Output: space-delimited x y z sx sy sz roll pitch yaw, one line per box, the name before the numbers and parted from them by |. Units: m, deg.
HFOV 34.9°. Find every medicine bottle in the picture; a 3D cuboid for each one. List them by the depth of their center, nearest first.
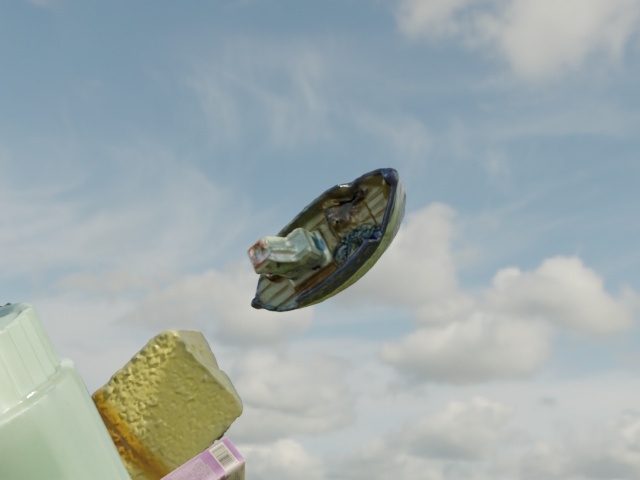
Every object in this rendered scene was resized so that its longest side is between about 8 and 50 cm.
medicine bottle | -0.214 0.213 0.760 0.158 0.318 0.158 -21 12 5

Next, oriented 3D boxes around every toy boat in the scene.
toy boat | 0.000 0.000 1.255 0.262 0.114 0.115 -37 -33 14

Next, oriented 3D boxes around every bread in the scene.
bread | -0.226 0.223 1.218 0.142 0.266 0.178 42 5 -29

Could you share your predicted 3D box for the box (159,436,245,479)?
box | -0.130 0.249 1.012 0.117 0.036 0.050 -32 -33 -25
